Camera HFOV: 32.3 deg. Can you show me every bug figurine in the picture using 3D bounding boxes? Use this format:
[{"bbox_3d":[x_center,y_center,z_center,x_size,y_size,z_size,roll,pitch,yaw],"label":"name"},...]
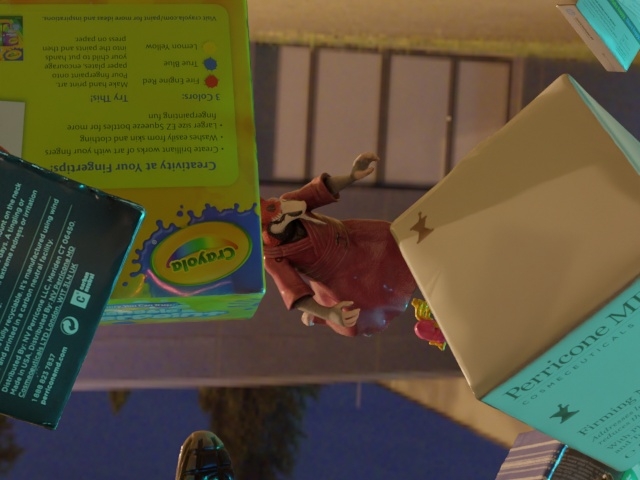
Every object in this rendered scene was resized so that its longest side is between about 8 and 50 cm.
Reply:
[{"bbox_3d":[0.272,0.175,1.887,0.216,0.072,0.279,17,-176,-43],"label":"bug figurine"}]

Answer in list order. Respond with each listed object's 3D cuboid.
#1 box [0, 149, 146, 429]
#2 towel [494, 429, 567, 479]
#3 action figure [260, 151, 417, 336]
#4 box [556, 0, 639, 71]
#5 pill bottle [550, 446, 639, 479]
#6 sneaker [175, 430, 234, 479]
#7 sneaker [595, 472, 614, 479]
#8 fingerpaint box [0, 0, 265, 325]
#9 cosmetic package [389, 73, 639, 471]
[{"bbox_3d":[-0.356,-0.011,0.873,0.313,0.178,0.343,25,173,-25],"label":"box"},{"bbox_3d":[0.341,0.477,1.966,0.040,0.336,0.243,33,160,-2],"label":"towel"},{"bbox_3d":[0.000,0.000,1.707,0.276,0.248,0.370,9,165,47],"label":"action figure"},{"bbox_3d":[0.418,-0.350,1.526,0.145,0.186,0.038,41,164,-34],"label":"box"},{"bbox_3d":[0.518,0.510,2.215,0.204,0.204,0.361,6,-134,40],"label":"pill bottle"},{"bbox_3d":[-0.195,0.406,1.600,0.101,0.267,0.106,4,180,-44],"label":"sneaker"},{"bbox_3d":[0.188,0.313,1.147,0.281,0.115,0.105,-8,155,-3],"label":"sneaker"},{"bbox_3d":[-0.300,-0.091,1.262,0.445,0.371,0.163,-3,166,-10],"label":"fingerpaint box"},{"bbox_3d":[0.373,0.058,1.508,0.394,0.329,0.327,30,-153,-41],"label":"cosmetic package"}]
